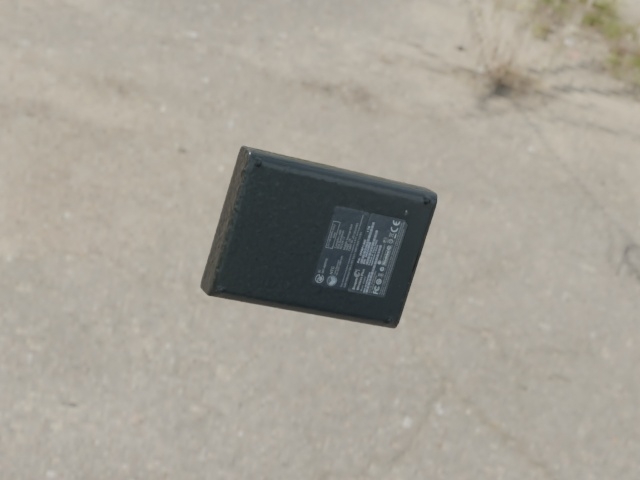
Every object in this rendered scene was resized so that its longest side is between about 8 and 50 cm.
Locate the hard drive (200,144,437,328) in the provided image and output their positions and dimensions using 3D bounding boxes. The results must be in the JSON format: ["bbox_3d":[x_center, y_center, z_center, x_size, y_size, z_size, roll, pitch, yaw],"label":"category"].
[{"bbox_3d":[0.000,0.000,0.940,0.135,0.094,0.022,12,12,-27],"label":"hard drive"}]
